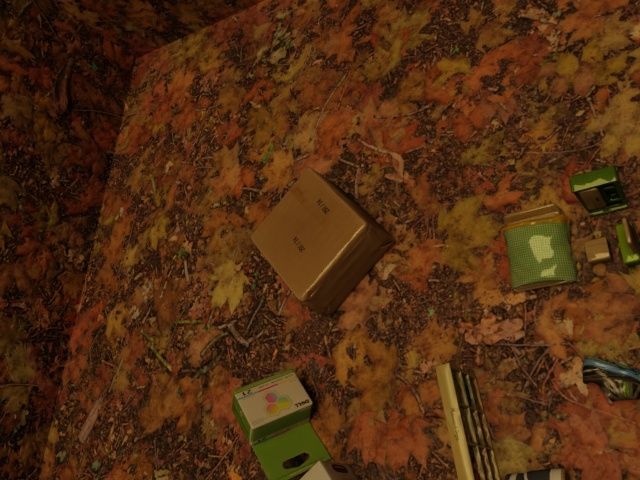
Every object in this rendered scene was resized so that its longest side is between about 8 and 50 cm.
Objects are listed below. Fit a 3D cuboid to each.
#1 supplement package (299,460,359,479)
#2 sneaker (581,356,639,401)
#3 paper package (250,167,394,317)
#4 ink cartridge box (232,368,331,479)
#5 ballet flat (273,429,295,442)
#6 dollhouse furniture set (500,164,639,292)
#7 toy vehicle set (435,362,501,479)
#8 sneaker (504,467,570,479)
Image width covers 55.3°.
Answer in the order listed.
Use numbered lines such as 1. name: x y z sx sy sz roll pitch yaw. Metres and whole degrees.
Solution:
1. supplement package: 0.032 0.712 1.492 0.204 0.145 0.262 -47 51 10
2. sneaker: 0.643 0.307 1.279 0.188 0.067 0.078 20 104 39
3. paper package: 0.000 0.000 1.817 0.309 0.168 0.325 -49 49 7
4. ink cartridge box: -0.103 0.498 1.654 0.255 0.188 0.097 51 146 39
5. ballet flat: -0.152 0.504 1.775 0.086 0.086 0.248 -53 51 5
6. dollhouse furniture set: 0.556 -0.016 1.418 0.301 0.151 0.198 -16 62 31
7. toy vehicle set: 0.335 0.424 1.378 0.035 0.166 0.267 -23 58 27
8. sneaker: 0.444 0.617 1.255 0.153 0.099 0.282 -11 57 28
